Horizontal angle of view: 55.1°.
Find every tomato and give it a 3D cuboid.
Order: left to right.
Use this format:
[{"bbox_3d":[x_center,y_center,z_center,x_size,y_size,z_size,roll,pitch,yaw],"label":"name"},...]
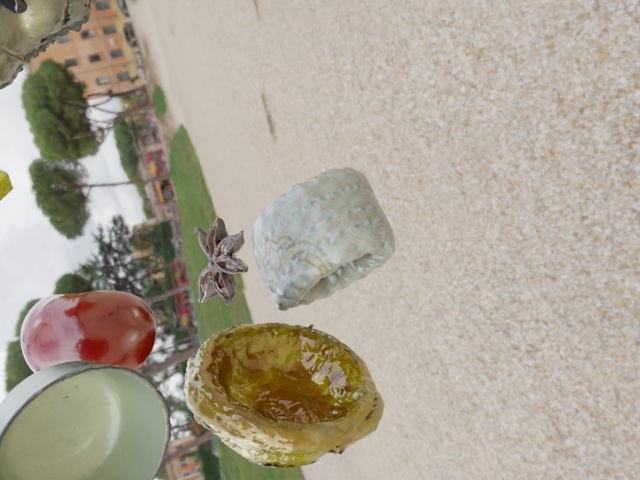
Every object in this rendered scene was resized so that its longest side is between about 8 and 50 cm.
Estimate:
[{"bbox_3d":[-0.348,0.149,0.928,0.195,0.195,0.136,115,153,-73],"label":"tomato"}]

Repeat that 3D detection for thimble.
[{"bbox_3d":[0.000,0.000,1.258,0.195,0.291,0.291,64,166,15],"label":"thimble"}]

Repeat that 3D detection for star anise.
[{"bbox_3d":[-0.221,0.047,1.414,0.171,0.063,0.208,-17,74,38],"label":"star anise"}]

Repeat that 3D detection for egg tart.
[{"bbox_3d":[-0.074,0.296,1.158,0.388,0.387,0.169,-127,44,-62],"label":"egg tart"}]

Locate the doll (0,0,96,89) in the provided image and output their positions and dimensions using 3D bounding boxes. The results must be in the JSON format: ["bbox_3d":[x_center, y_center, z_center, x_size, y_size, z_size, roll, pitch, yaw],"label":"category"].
[{"bbox_3d":[-0.430,-0.285,0.727,0.247,0.349,0.247,19,130,23],"label":"doll"}]

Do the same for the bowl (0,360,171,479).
[{"bbox_3d":[-0.297,0.234,0.728,0.112,0.211,0.211,12,121,45],"label":"bowl"}]

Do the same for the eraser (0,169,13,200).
[{"bbox_3d":[-0.595,-0.078,1.022,0.045,0.097,0.122,103,-166,-53],"label":"eraser"}]
